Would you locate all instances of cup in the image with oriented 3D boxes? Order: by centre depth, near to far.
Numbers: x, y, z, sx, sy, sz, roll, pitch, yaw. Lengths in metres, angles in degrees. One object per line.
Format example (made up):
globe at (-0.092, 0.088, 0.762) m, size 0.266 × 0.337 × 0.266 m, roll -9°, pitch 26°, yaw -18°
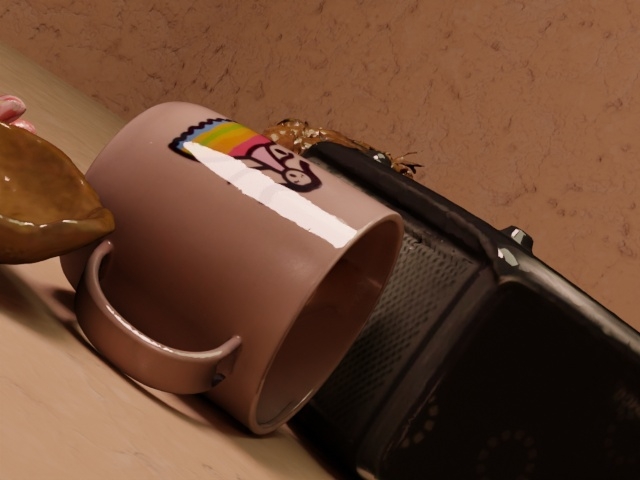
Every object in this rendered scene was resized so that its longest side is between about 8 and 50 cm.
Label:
cup at (-0.088, 0.022, 1.112) m, size 0.200 × 0.191 × 0.253 m, roll 32°, pitch 34°, yaw 16°

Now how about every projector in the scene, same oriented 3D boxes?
projector at (0.143, 0.118, 1.392) m, size 0.395 × 0.242 × 0.405 m, roll 33°, pitch 2°, yaw -29°

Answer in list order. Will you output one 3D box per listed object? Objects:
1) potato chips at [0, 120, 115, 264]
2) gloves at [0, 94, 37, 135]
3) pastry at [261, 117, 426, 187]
potato chips at (-0.234, -0.030, 1.019) m, size 0.208 × 0.062 × 0.195 m, roll 24°, pitch 16°, yaw 11°
gloves at (-0.362, -0.156, 1.376) m, size 0.145 × 0.126 × 0.241 m, roll 30°, pitch -32°, yaw 58°
pastry at (0.000, 0.000, 1.616) m, size 0.275 × 0.275 × 0.193 m, roll 35°, pitch -9°, yaw -8°
